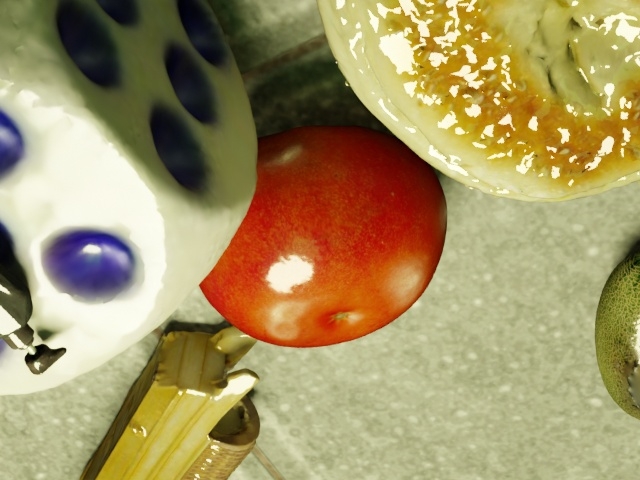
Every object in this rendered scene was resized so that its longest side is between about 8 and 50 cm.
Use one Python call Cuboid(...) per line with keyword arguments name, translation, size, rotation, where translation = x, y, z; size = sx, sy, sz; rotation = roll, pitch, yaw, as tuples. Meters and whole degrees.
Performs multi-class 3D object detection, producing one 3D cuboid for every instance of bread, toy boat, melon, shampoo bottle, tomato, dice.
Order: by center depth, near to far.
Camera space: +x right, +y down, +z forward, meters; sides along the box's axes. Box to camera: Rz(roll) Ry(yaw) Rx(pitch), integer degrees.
Cuboid(name="shampoo bottle", translation=(-0.199, 0.025, 0.677), size=(0.048, 0.027, 0.137), rotation=(-23, 121, 17))
Cuboid(name="bread", translation=(0.146, -0.171, 0.742), size=(0.305, 0.159, 0.306), rotation=(3, 130, 4))
Cuboid(name="dice", translation=(-0.205, -0.076, 0.777), size=(0.251, 0.259, 0.243), rotation=(-26, 122, 21))
Cuboid(name="tomato", translation=(0.000, 0.000, 0.873), size=(0.195, 0.136, 0.195), rotation=(-9, 149, -6))
Cuboid(name="melon", translation=(0.273, 0.079, 0.956), size=(0.099, 0.099, 0.162), rotation=(-7, 124, 10))
Cuboid(name="toy boat", translation=(-0.136, 0.194, 1.077), size=(0.115, 0.089, 0.310), rotation=(22, 125, -15))
